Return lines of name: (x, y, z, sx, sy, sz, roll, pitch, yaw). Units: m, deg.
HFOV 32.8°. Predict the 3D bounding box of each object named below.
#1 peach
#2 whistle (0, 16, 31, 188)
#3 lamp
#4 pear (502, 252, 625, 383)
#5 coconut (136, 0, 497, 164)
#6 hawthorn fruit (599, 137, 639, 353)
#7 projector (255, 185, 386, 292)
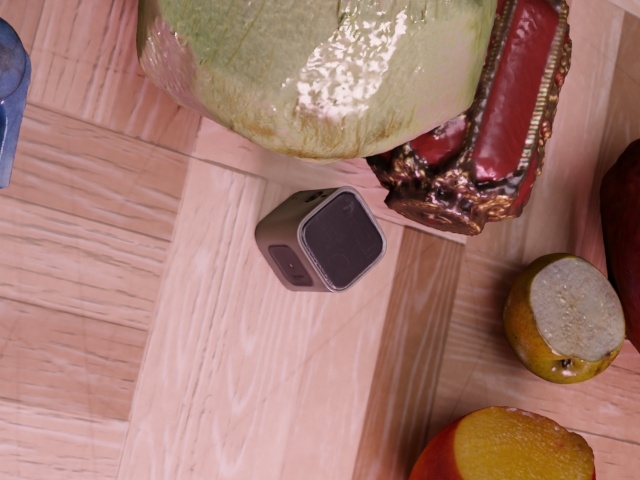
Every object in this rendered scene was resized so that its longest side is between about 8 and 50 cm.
peach: (0.183, 0.258, 1.082, 0.190, 0.190, 0.192, 36, 91, -26)
whistle: (-0.280, -0.125, 0.865, 0.090, 0.090, 0.157, 14, 83, -30)
lamp: (0.149, -0.144, 1.081, 0.177, 0.177, 0.273, 23, 76, -29)
pear: (0.252, 0.089, 1.176, 0.141, 0.104, 0.141, 12, 61, -22)
coconut: (-0.004, -0.203, 0.921, 0.329, 0.328, 0.281, 23, 57, -29)
hawthorn fruit: (0.445, 0.020, 1.192, 0.325, 0.308, 0.308, 31, 72, -2)
projector: (0.000, 0.000, 1.033, 0.083, 0.082, 0.083, -41, 110, -26)
